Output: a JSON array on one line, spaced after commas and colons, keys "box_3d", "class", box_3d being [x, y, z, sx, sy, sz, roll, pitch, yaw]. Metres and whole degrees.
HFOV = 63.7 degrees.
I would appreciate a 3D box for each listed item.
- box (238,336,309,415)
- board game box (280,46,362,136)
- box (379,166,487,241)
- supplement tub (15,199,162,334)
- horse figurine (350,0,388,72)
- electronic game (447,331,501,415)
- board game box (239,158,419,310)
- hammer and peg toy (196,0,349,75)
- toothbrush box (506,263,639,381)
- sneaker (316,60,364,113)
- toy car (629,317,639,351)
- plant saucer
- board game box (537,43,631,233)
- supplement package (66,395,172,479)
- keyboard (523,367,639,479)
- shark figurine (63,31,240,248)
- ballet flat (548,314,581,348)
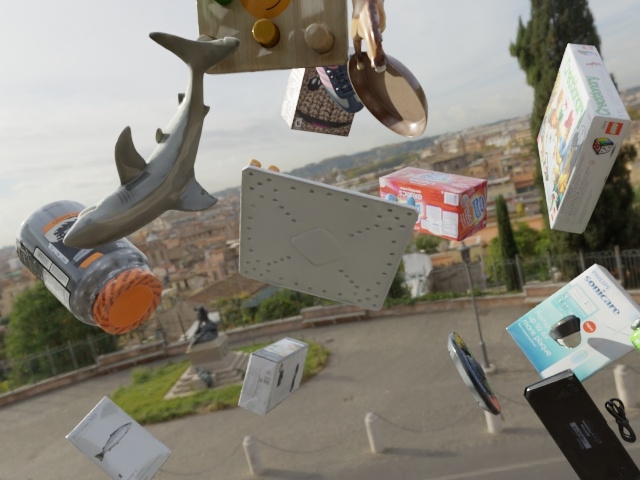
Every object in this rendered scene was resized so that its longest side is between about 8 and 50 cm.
[{"box_3d": [-0.137, 0.414, 1.608, 0.087, 0.169, 0.290, 15, 5, 18], "class": "box"}, {"box_3d": [0.014, -0.538, 1.816, 0.232, 0.291, 0.141, 1, 33, -24], "class": "board game box"}, {"box_3d": [0.285, -0.100, 1.319, 0.123, 0.128, 0.257, -23, 28, -35], "class": "box"}, {"box_3d": [-0.513, 0.059, 1.153, 0.316, 0.193, 0.194, 33, 32, 24], "class": "supplement tub"}, {"box_3d": [0.075, -0.361, 0.730, 0.066, 0.263, 0.174, 5, 7, 6], "class": "horse figurine"}, {"box_3d": [0.394, 0.338, 1.321, 0.048, 0.229, 0.229, -32, 4, 12], "class": "electronic game"}, {"box_3d": [0.000, 0.000, 1.243, 0.390, 0.390, 0.050, 14, 49, 2], "class": "board game box"}, {"box_3d": [-0.078, -0.456, 0.811, 0.266, 0.361, 0.127, 1, 10, 14], "class": "hammer and peg toy"}, {"box_3d": [0.692, 0.238, 1.364, 0.295, 0.216, 0.126, -44, -31, 24], "class": "toothbrush box"}, {"box_3d": [0.038, -0.503, 1.506, 0.112, 0.319, 0.131, -26, 25, 15], "class": "sneaker"}, {"box_3d": [0.537, 0.084, 0.741, 0.225, 0.239, 0.053, -40, -18, -17], "class": "toy car"}, {"box_3d": [0.113, -0.239, 0.830, 0.029, 0.168, 0.168, -45, 15, -10], "class": "plant saucer"}, {"box_3d": [0.420, -0.178, 0.849, 0.053, 0.193, 0.305, 10, 39, 10], "class": "board game box"}, {"box_3d": [-0.407, 0.421, 1.048, 0.105, 0.179, 0.105, -50, -1, -32], "class": "supplement package"}, {"box_3d": [0.377, 0.260, 0.714, 0.108, 0.180, 0.023, -33, 3, 30], "class": "keyboard"}, {"box_3d": [-0.162, -0.096, 0.608, 0.116, 0.278, 0.166, 31, 3, 14], "class": "shark figurine"}, {"box_3d": [0.589, 0.222, 1.225, 0.074, 0.074, 0.203, -12, -18, 15], "class": "ballet flat"}]
